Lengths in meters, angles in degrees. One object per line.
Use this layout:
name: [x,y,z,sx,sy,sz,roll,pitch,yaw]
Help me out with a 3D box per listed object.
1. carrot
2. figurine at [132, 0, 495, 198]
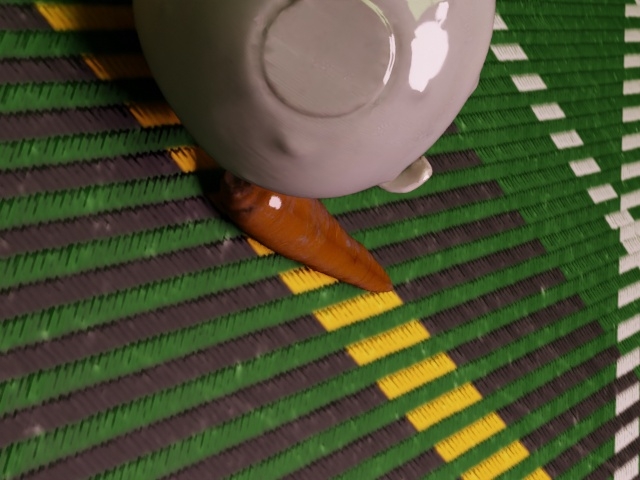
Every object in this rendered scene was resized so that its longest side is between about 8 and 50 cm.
carrot: [0.000,0.000,1.059,0.216,0.048,0.048,36,46,-55]
figurine: [0.032,-0.186,1.013,0.394,0.274,0.226,-87,153,-65]
